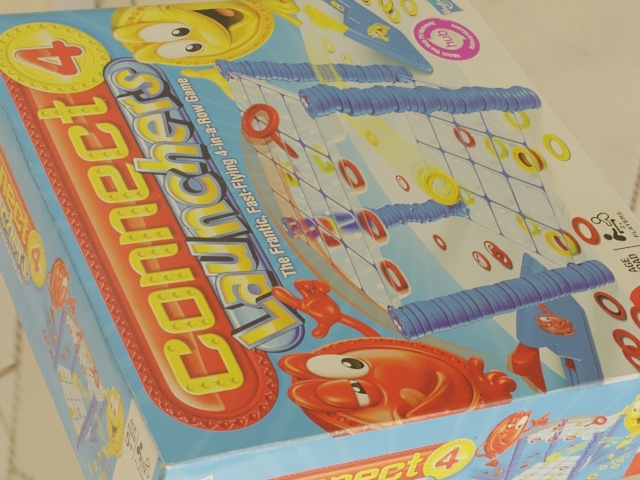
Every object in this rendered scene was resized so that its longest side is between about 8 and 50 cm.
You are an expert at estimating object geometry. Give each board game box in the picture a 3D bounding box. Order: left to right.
[{"bbox_3d":[0.000,0.000,0.833,0.308,0.301,0.086,59,145,37],"label":"board game box"}]
